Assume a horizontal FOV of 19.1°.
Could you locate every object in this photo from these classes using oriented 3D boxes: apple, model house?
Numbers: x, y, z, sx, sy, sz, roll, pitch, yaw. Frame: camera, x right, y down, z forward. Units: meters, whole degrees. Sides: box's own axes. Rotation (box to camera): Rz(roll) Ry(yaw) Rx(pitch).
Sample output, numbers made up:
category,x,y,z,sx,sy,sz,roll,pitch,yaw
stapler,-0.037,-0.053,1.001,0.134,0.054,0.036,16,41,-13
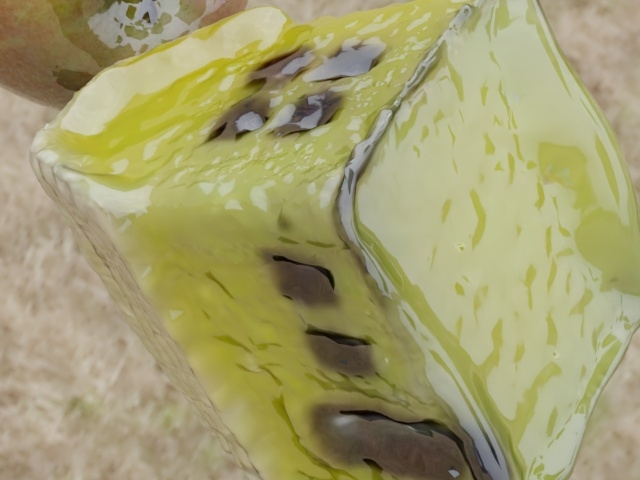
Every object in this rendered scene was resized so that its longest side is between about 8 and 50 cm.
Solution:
category,x,y,z,sx,sy,sz,roll,pitch,yaw
apple,-0.132,-0.167,1.029,0.188,0.188,0.174,-11,29,-36
model house,0.000,0.000,0.842,0.175,0.234,0.193,-52,128,-31
